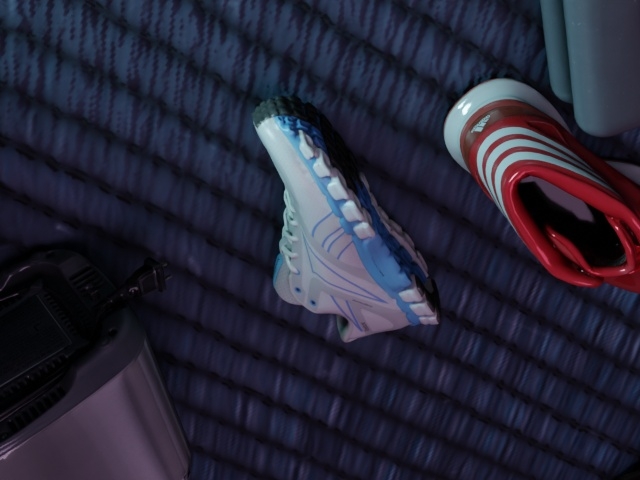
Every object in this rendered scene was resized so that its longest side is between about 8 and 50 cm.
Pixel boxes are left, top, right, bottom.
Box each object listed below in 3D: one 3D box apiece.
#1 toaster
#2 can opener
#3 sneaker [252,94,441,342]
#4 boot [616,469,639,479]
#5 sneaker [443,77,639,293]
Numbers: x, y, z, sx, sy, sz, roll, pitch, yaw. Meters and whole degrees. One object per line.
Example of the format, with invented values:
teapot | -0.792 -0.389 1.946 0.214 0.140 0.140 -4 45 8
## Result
toaster | -0.172 0.111 0.665 0.227 0.129 0.146 -33 134 -18
can opener | 0.145 -0.180 0.560 0.093 0.074 0.280 -13 128 -3
sneaker | 0.000 0.000 0.670 0.083 0.071 0.190 -24 127 14
boot | 0.292 0.211 0.880 0.106 0.082 0.219 25 116 -24
sneaker | 0.168 0.004 0.668 0.221 0.128 0.087 27 118 -26
